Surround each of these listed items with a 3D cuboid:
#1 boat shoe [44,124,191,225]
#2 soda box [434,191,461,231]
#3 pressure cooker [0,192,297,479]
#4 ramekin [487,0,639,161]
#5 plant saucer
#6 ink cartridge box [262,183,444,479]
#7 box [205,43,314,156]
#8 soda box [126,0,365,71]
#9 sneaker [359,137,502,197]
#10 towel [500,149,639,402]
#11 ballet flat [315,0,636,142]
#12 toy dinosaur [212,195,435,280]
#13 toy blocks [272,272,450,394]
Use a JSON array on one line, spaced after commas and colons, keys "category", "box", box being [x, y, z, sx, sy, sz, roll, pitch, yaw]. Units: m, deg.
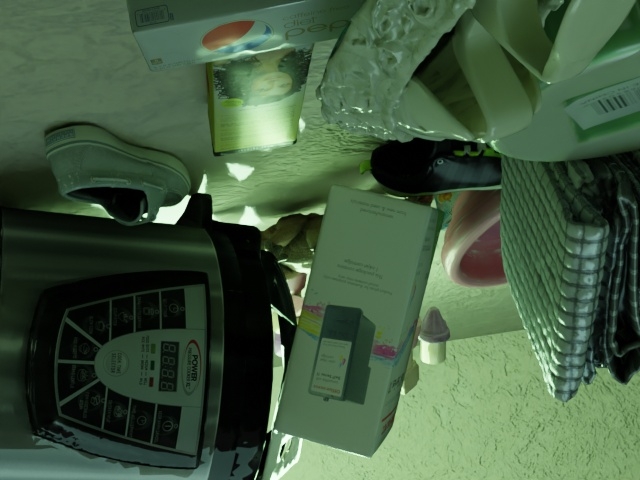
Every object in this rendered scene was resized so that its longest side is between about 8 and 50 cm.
[{"category": "boat shoe", "box": [-0.209, -0.054, 1.129, 0.079, 0.081, 0.227, -16, 164, 21]}, {"category": "soda box", "box": [0.233, -0.037, 1.570, 0.063, 0.058, 0.183, -18, 163, 27]}, {"category": "pressure cooker", "box": [-0.226, 0.148, 1.262, 0.421, 0.375, 0.369, 7, 128, -20]}, {"category": "ramekin", "box": [0.246, -0.176, 0.859, 0.304, 0.148, 0.303, -10, 166, -3]}, {"category": "plant saucer", "box": [0.303, -0.053, 1.396, 0.332, 0.084, 0.332, -19, 157, -8]}, {"category": "ink cartridge box", "box": [0.043, 0.121, 1.243, 0.119, 0.353, 0.207, 14, -177, 11]}, {"category": "box", "box": [-0.059, -0.143, 0.945, 0.087, 0.058, 0.232, -9, 166, -6]}, {"category": "soda box", "box": [-0.031, -0.185, 0.782, 0.216, 0.069, 0.074, -10, 166, -1]}, {"category": "sneaker", "box": [0.160, -0.098, 1.228, 0.235, 0.084, 0.097, -16, 164, 20]}, {"category": "towel", "box": [0.266, -0.015, 1.084, 0.121, 0.283, 0.235, -6, 124, -2]}, {"category": "ballet flat", "box": [0.102, -0.138, 0.665, 0.147, 0.147, 0.409, -6, 161, -17]}, {"category": "toy dinosaur", "box": [0.000, 0.000, 1.455, 0.296, 0.200, 0.127, 7, 127, 12]}, {"category": "toy blocks", "box": [0.041, 0.081, 1.655, 0.289, 0.260, 0.309, 13, -153, 33]}]
